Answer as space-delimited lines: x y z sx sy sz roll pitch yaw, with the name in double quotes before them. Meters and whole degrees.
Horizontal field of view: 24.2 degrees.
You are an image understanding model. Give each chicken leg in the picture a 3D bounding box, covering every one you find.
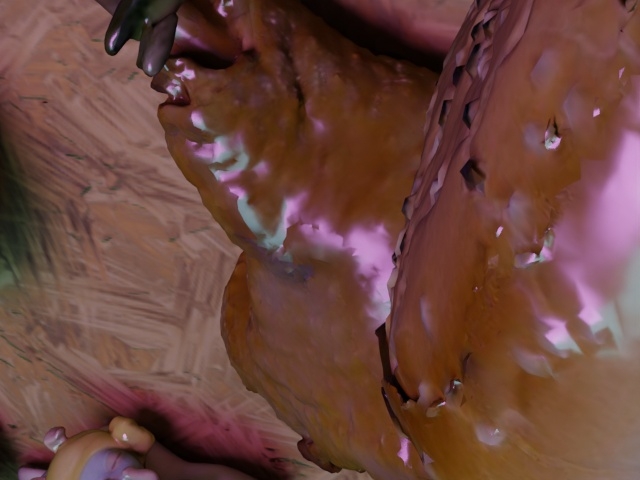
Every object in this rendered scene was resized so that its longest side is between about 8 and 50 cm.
"chicken leg" 0.000 0.000 0.733 0.409 0.182 0.295 42 154 -11

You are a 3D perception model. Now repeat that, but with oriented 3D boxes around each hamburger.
"hamburger" 0.154 -0.074 0.430 0.195 0.318 0.277 22 133 -1

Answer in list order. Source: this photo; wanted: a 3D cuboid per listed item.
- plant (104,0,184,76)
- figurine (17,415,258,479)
"plant" -0.014 -0.217 0.472 0.180 0.251 0.333 40 163 -14
"figurine" -0.150 0.191 1.040 0.235 0.127 0.155 15 163 25
